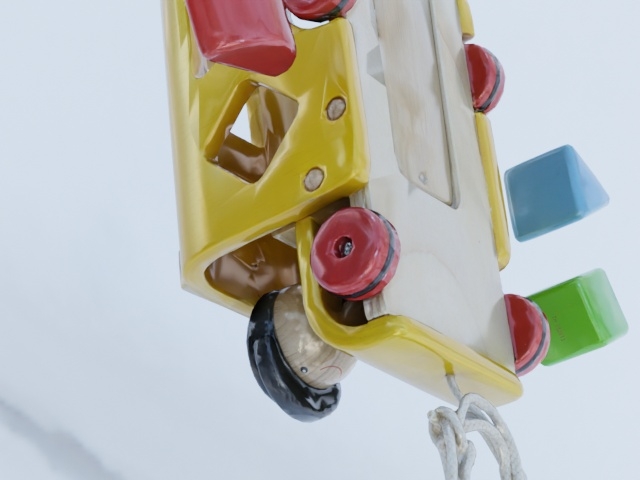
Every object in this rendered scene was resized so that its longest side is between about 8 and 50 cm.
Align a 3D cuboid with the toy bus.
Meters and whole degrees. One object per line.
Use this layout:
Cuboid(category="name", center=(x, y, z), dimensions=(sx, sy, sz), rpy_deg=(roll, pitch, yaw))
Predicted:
Cuboid(category="toy bus", center=(0.002, -0.009, 0.609), dimensions=(0.191, 0.104, 0.202), rpy_deg=(60, 31, -10))
